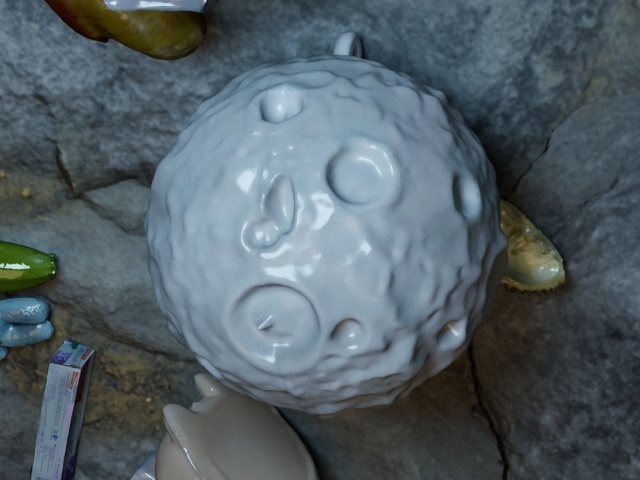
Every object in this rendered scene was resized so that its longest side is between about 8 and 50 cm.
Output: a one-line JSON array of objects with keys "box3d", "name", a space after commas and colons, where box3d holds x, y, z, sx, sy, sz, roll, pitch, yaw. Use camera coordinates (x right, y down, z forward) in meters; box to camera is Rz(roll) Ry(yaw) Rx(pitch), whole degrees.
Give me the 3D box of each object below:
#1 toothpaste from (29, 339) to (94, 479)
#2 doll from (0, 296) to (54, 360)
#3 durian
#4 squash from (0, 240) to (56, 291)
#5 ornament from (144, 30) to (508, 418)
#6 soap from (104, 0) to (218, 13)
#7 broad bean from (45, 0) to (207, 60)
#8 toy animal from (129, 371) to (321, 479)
[{"box3d": [-0.295, 0.206, 1.760, 0.040, 0.047, 0.196, 19, 121, 7], "name": "toothpaste"}, {"box3d": [-0.388, 0.103, 1.707, 0.180, 0.075, 0.120, 1, 123, 14], "name": "doll"}, {"box3d": [0.186, 0.012, 1.529, 0.130, 0.052, 0.066, 45, 122, -5], "name": "durian"}, {"box3d": [-0.381, 0.022, 1.669, 0.201, 0.066, 0.066, 4, 120, 5], "name": "squash"}, {"box3d": [0.000, 0.000, 1.418, 0.337, 0.337, 0.337, 6, 120, 10], "name": "ornament"}, {"box3d": [-0.109, -0.366, 1.253, 0.107, 0.285, 0.296, 1, 118, 10], "name": "soap"}, {"box3d": [-0.199, -0.252, 1.415, 0.122, 0.156, 0.228, -42, 98, 2], "name": "broad bean"}, {"box3d": [-0.114, 0.307, 1.691, 0.213, 0.195, 0.256, 32, 124, 4], "name": "toy animal"}]
